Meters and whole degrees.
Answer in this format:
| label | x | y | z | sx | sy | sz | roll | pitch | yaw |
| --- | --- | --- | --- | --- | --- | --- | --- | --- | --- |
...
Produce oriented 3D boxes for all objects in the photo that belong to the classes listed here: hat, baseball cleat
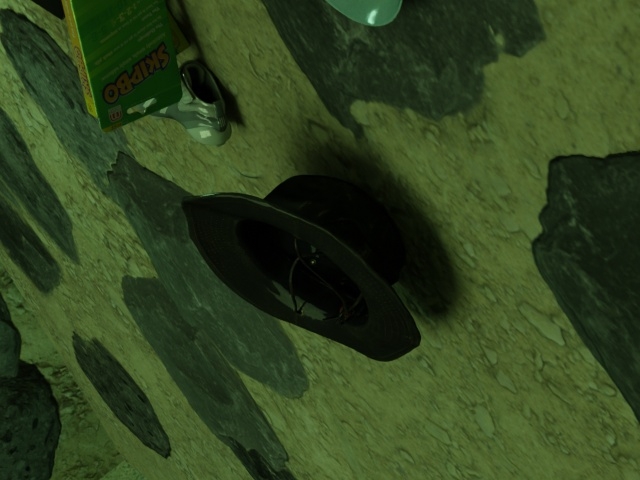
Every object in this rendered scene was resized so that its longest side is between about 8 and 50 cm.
| label | x | y | z | sx | sy | sz | roll | pitch | yaw |
| --- | --- | --- | --- | --- | --- | --- | --- | --- | --- |
| hat | 0.000 | 0.000 | 1.684 | 0.331 | 0.134 | 0.331 | 28 | 159 | 12 |
| baseball cleat | -0.186 | -0.200 | 1.880 | 0.206 | 0.072 | 0.109 | 29 | 136 | 39 |

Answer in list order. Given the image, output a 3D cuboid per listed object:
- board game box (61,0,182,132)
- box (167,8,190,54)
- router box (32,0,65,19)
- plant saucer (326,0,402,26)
| label | x | y | z | sx | sy | sz | roll | pitch | yaw |
| --- | --- | --- | --- | --- | --- | --- | --- | --- | --- |
| board game box | -0.245 | -0.267 | 1.726 | 0.039 | 0.124 | 0.259 | 31 | 139 | 48 |
| box | -0.234 | -0.281 | 1.865 | 0.105 | 0.043 | 0.179 | 58 | 161 | -13 |
| router box | -0.432 | -0.437 | 1.831 | 0.309 | 0.081 | 0.243 | 32 | 162 | -9 |
| plant saucer | 0.022 | -0.289 | 1.299 | 0.195 | 0.037 | 0.195 | 43 | 158 | 23 |
